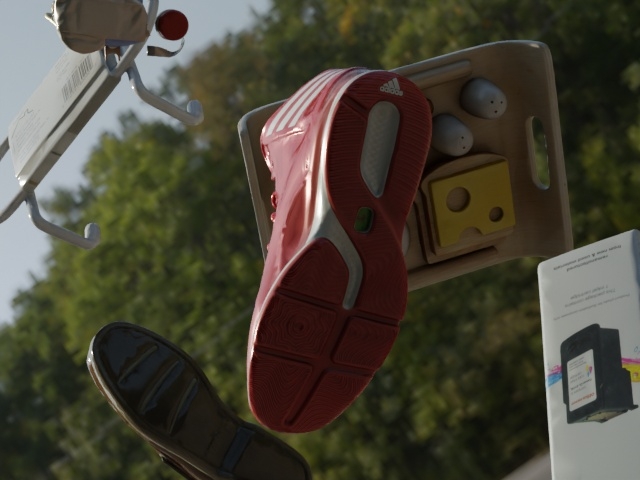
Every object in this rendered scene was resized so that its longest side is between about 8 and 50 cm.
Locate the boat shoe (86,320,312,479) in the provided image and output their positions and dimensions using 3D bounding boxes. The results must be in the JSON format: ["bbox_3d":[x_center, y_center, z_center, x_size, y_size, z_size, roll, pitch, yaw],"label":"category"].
[{"bbox_3d":[-0.156,0.222,1.811,0.110,0.307,0.104,-50,5,-32],"label":"boat shoe"}]

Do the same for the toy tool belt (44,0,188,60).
[{"bbox_3d":[-0.128,-0.138,0.977,0.083,0.052,0.051,1,8,-17],"label":"toy tool belt"}]

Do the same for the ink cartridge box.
[{"bbox_3d":[0.198,0.104,0.955,0.072,0.175,0.127,-22,-43,29],"label":"ink cartridge box"}]

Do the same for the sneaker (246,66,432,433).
[{"bbox_3d":[0.000,0.000,0.955,0.221,0.087,0.128,-69,20,6],"label":"sneaker"}]

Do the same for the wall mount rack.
[{"bbox_3d":[-0.256,-0.165,1.781,0.130,0.304,0.350,25,-61,-35],"label":"wall mount rack"}]

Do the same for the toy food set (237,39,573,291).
[{"bbox_3d":[0.083,-0.040,1.437,0.306,0.219,0.092,-17,22,-15],"label":"toy food set"}]
